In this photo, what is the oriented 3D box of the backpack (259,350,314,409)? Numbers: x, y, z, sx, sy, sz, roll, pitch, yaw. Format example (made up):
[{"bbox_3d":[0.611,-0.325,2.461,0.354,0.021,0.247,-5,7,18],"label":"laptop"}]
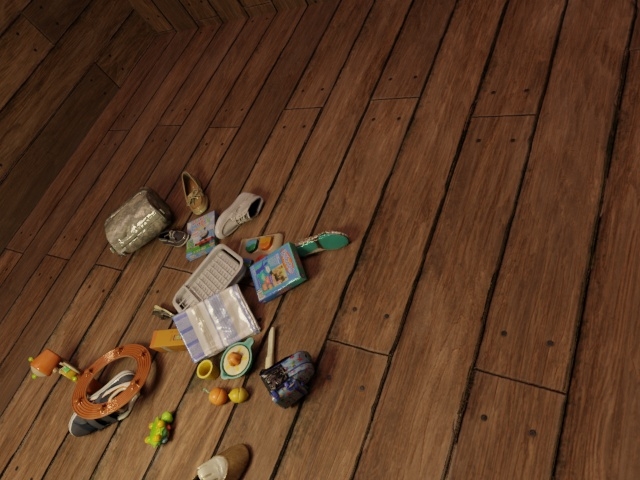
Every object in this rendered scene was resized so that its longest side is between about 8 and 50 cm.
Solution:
[{"bbox_3d":[-0.090,0.448,1.545,0.173,0.158,0.117,-33,56,-9],"label":"backpack"}]

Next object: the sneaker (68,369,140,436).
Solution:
[{"bbox_3d":[-0.844,0.662,1.847,0.321,0.126,0.127,-46,43,-7],"label":"sneaker"}]

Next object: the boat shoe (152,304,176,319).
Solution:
[{"bbox_3d":[-0.675,0.319,2.036,0.152,0.056,0.049,8,68,45],"label":"boat shoe"}]

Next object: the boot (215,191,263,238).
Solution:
[{"bbox_3d":[-0.362,-0.110,2.114,0.123,0.095,0.258,14,66,44],"label":"boot"}]

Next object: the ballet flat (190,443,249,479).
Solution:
[{"bbox_3d":[-0.380,0.778,1.498,0.342,0.124,0.116,-41,48,-1],"label":"ballet flat"}]

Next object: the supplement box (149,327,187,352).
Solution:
[{"bbox_3d":[-0.570,0.400,1.900,0.233,0.080,0.078,-11,55,26],"label":"supplement box"}]

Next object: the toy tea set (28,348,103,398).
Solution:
[{"bbox_3d":[-1.084,0.585,1.995,0.336,0.200,0.124,16,60,31],"label":"toy tea set"}]

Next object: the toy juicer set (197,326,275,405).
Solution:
[{"bbox_3d":[-0.289,0.461,1.686,0.329,0.089,0.209,-31,49,7],"label":"toy juicer set"}]

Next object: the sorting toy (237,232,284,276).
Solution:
[{"bbox_3d":[-0.265,0.060,1.981,0.208,0.038,0.193,-6,56,26],"label":"sorting toy"}]

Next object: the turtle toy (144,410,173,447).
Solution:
[{"bbox_3d":[-0.579,0.686,1.715,0.095,0.066,0.130,-28,42,42],"label":"turtle toy"}]

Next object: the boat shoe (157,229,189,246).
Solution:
[{"bbox_3d":[-0.702,-0.014,2.244,0.206,0.065,0.075,-4,63,42],"label":"boat shoe"}]

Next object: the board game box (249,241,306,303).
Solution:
[{"bbox_3d":[-0.168,0.126,1.827,0.210,0.047,0.160,-32,62,22],"label":"board game box"}]

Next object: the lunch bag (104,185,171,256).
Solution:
[{"bbox_3d":[-0.885,-0.083,2.288,0.305,0.212,0.256,-39,27,0],"label":"lunch bag"}]

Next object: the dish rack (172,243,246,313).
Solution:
[{"bbox_3d":[-0.448,0.187,1.948,0.333,0.072,0.285,-52,36,-8],"label":"dish rack"}]

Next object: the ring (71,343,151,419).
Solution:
[{"bbox_3d":[-0.825,0.541,1.855,0.336,0.032,0.337,-15,37,12],"label":"ring"}]

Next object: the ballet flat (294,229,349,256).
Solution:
[{"bbox_3d":[0.000,0.000,1.844,0.241,0.091,0.077,-13,31,18],"label":"ballet flat"}]

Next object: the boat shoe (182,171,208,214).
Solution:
[{"bbox_3d":[-0.641,-0.237,2.368,0.104,0.089,0.285,-36,49,3],"label":"boat shoe"}]

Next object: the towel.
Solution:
[{"bbox_3d":[-0.393,0.314,1.783,0.285,0.034,0.209,-26,83,-4],"label":"towel"}]

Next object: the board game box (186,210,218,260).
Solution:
[{"bbox_3d":[-0.551,-0.024,2.204,0.160,0.039,0.212,-23,49,15],"label":"board game box"}]
